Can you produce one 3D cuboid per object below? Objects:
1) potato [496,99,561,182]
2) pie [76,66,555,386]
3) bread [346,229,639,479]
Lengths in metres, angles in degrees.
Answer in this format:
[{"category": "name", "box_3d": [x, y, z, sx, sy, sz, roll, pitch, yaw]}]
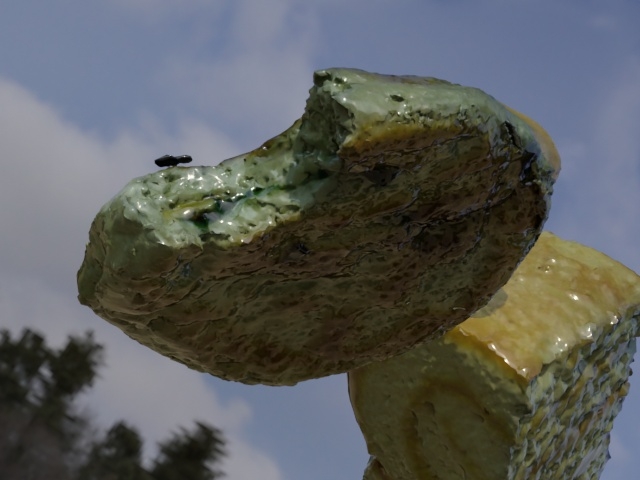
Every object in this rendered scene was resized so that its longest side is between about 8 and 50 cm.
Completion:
[{"category": "potato", "box_3d": [0.147, -0.081, 1.189, 0.138, 0.091, 0.070, 28, -19, -21]}, {"category": "pie", "box_3d": [0.003, 0.003, 0.792, 0.302, 0.302, 0.067, 76, -4, -61]}, {"category": "bread", "box_3d": [0.165, 0.175, 1.443, 0.264, 0.239, 0.395, 30, -43, 28]}]
